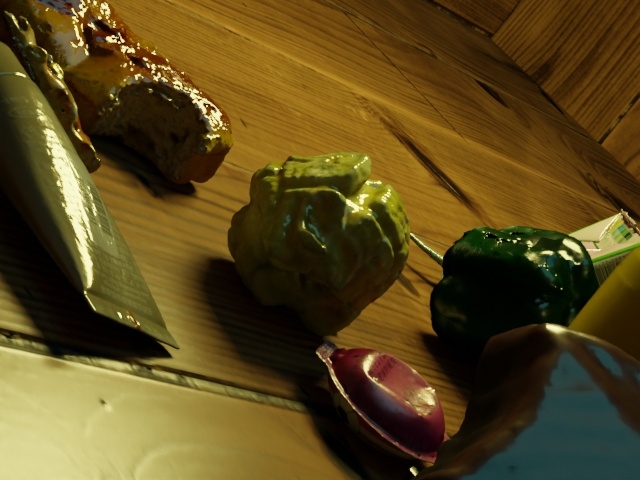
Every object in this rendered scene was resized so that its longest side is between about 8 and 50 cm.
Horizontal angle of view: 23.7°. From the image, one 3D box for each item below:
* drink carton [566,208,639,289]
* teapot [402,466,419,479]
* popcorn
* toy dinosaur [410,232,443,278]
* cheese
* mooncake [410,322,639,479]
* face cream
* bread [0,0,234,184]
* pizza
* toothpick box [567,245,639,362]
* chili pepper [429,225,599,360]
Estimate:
[{"bbox_3d":[0.383,0.109,1.934,0.161,0.108,0.271,-89,159,-75],"label":"drink carton"},{"bbox_3d":[0.099,0.247,1.262,0.096,0.087,0.177,29,20,-17],"label":"teapot"},{"bbox_3d":[0.000,0.001,1.568,0.185,0.187,0.167,40,50,-23],"label":"popcorn"},{"bbox_3d":[0.186,0.056,1.999,0.187,0.044,0.106,33,-10,28],"label":"toy dinosaur"},{"bbox_3d":[0.092,0.181,1.456,0.244,0.062,0.155,40,18,2],"label":"cheese"},{"bbox_3d":[0.180,0.216,1.135,0.326,0.174,0.334,-4,64,-30],"label":"mooncake"},{"bbox_3d":[-0.240,-0.043,1.353,0.341,0.084,0.137,53,9,29],"label":"face cream"},{"bbox_3d":[-0.259,-0.209,1.689,0.380,0.109,0.185,45,18,17],"label":"bread"},{"bbox_3d":[-0.275,-0.161,1.504,0.185,0.036,0.176,43,-24,56],"label":"pizza"},{"bbox_3d":[0.328,0.154,1.654,0.175,0.271,0.175,38,12,-9],"label":"toothpick box"},{"bbox_3d":[0.210,0.070,1.820,0.165,0.174,0.261,-2,8,-38],"label":"chili pepper"}]
